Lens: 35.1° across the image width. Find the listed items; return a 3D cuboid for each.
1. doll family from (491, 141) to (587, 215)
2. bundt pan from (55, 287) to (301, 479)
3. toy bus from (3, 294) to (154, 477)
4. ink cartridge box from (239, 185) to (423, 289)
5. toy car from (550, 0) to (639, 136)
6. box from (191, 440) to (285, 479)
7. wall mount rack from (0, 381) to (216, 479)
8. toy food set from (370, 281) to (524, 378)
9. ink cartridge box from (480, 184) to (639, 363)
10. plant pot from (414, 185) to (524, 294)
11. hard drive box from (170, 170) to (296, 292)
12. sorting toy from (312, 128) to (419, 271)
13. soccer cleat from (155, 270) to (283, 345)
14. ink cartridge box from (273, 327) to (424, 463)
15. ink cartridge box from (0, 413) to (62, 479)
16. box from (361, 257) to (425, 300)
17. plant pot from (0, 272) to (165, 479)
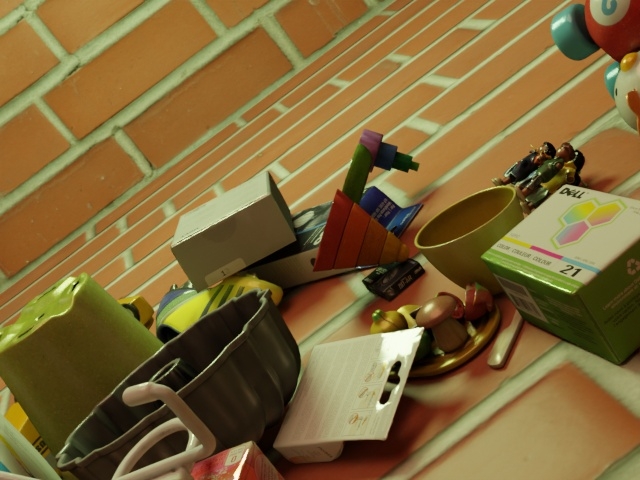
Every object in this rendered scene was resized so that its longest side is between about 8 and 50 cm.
[{"bbox_3d":[0.292,-0.089,1.323,0.111,0.076,0.193,-41,15,2],"label":"doll family"},{"bbox_3d":[-0.157,0.207,1.241,0.330,0.124,0.331,-36,10,8],"label":"bundt pan"},{"bbox_3d":[-0.389,0.239,1.662,0.108,0.130,0.333,-17,26,48],"label":"toy bus"},{"bbox_3d":[0.000,0.000,1.656,0.332,0.065,0.165,-16,26,45],"label":"ink cartridge box"},{"bbox_3d":[0.412,-0.219,1.257,0.219,0.210,0.238,-32,28,47],"label":"toy car"},{"bbox_3d":[-0.153,0.335,0.960,0.299,0.154,0.142,-26,22,24],"label":"box"},{"bbox_3d":[-0.249,0.262,0.865,0.304,0.130,0.350,-25,26,28],"label":"wall mount rack"},{"bbox_3d":[0.133,0.090,1.170,0.217,0.071,0.128,-15,28,48],"label":"toy food set"},{"bbox_3d":[0.321,-0.012,1.034,0.255,0.097,0.189,-40,20,-8],"label":"ink cartridge box"},{"bbox_3d":[0.193,0.010,1.209,0.134,0.095,0.134,-28,15,8],"label":"plant pot"},{"bbox_3d":[-0.143,-0.021,1.668,0.181,0.089,0.232,-28,13,3],"label":"hard drive box"},{"bbox_3d":[0.088,-0.057,1.507,0.365,0.126,0.127,-66,-7,-58],"label":"sorting toy"},{"bbox_3d":[-0.167,0.122,1.656,0.289,0.093,0.121,-13,55,44],"label":"soccer cleat"},{"bbox_3d":[0.040,0.175,1.135,0.179,0.045,0.145,-13,42,43],"label":"ink cartridge box"},{"bbox_3d":[-0.465,0.377,1.393,0.171,0.168,0.232,-38,18,-6],"label":"ink cartridge box"},{"bbox_3d":[0.101,0.050,1.413,0.067,0.018,0.083,-39,18,-9],"label":"box"},{"bbox_3d":[-0.334,0.197,1.466,0.276,0.254,0.276,-32,19,12],"label":"plant pot"}]
